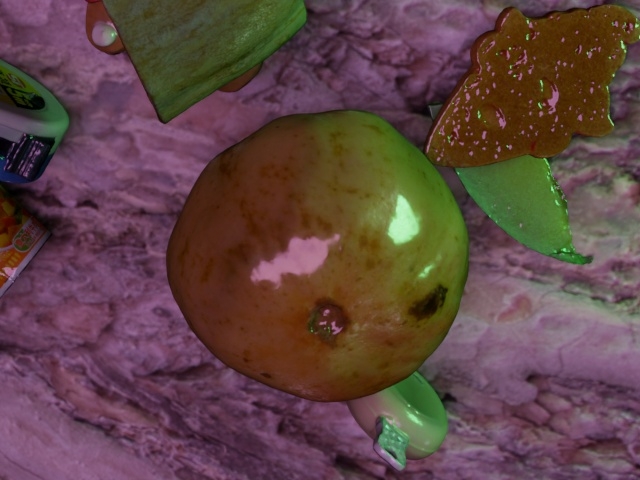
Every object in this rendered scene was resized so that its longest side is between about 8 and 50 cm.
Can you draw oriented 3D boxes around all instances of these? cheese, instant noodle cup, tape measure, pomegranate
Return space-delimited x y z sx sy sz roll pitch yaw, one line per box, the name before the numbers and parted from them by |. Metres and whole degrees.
cheese | 0.084 0.204 1.774 0.137 0.227 0.064 39 107 -5
instant noodle cup | -0.429 -0.019 1.862 0.185 0.168 0.168 39 107 -7
tape measure | -0.435 -0.187 1.830 0.098 0.215 0.351 -57 45 17
pomegranate | 0.000 0.000 1.711 0.343 0.342 0.342 2 104 10

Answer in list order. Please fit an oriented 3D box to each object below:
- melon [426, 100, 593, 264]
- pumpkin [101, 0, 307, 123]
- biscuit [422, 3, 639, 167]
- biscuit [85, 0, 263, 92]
melon | 0.224 -0.072 1.785 0.114 0.053 0.261 -38 98 -2
pumpkin | -0.145 -0.303 1.620 0.199 0.332 0.332 -20 100 -4
biscuit | 0.234 -0.167 1.728 0.280 0.043 0.183 -35 100 4
biscuit | -0.202 -0.306 1.798 0.340 0.047 0.216 28 106 3
